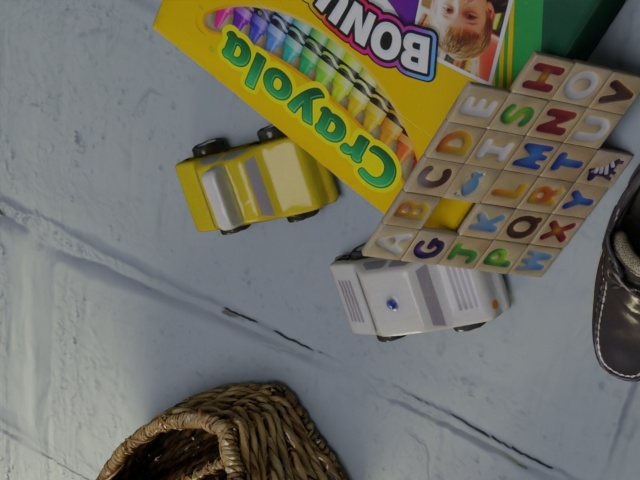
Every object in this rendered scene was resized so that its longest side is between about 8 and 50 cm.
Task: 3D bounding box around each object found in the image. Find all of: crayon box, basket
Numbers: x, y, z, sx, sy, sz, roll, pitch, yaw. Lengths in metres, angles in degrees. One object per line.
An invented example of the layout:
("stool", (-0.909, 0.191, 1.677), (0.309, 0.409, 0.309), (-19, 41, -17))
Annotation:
("crayon box", (0.055, -0.220, 1.162), (0.363, 0.106, 0.313), (40, 128, 14))
("basket", (-0.152, 0.304, 1.471), (0.299, 0.223, 0.213), (-31, 91, 41))

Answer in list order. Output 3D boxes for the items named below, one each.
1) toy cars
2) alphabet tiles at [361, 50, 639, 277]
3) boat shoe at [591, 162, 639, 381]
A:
("toy cars", (0.000, 0.000, 1.313), (0.393, 0.087, 0.176), (32, 126, 19))
("alphabet tiles", (0.170, -0.058, 1.118), (0.237, 0.198, 0.009), (-59, 36, 37))
("boat shoe", (0.284, 0.007, 1.112), (0.102, 0.092, 0.285), (29, 124, 22))
